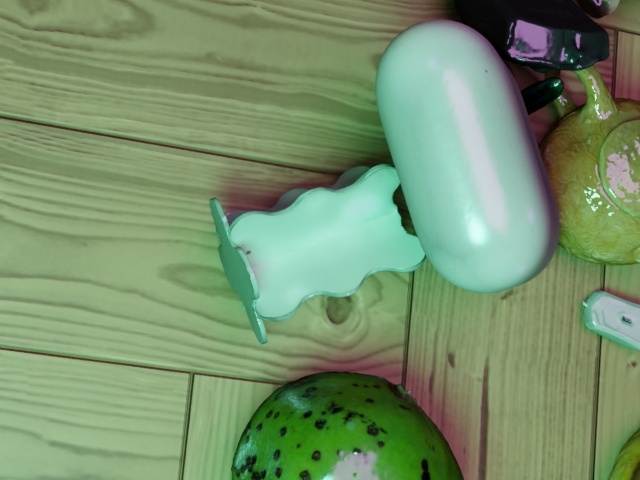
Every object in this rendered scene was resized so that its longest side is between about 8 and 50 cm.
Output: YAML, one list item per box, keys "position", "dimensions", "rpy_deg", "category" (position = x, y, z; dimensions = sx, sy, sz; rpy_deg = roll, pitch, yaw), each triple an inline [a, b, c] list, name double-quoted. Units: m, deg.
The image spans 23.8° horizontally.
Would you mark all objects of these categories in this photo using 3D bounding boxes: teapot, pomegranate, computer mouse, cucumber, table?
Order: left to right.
- position: [0.000, 0.000, 1.644]
  dimensions: [0.198, 0.166, 0.167]
  rpy_deg: [-21, 88, -11]
  category: "table"
- position: [0.024, 0.271, 1.593]
  dimensions: [0.254, 0.254, 0.271]
  rpy_deg: [27, 83, -13]
  category: "pomegranate"
- position: [0.234, -0.258, 1.791]
  dimensions: [0.147, 0.264, 0.088]
  rpy_deg: [2, 121, -25]
  category: "computer mouse"
- position: [0.250, -0.167, 1.794]
  dimensions: [0.032, 0.133, 0.032]
  rpy_deg: [4, 79, -21]
  category: "cucumber"
- position: [0.363, 0.098, 1.842]
  dimensions: [0.110, 0.032, 0.056]
  rpy_deg: [22, 73, -3]
  category: "computer mouse"
- position: [0.358, -0.087, 1.799]
  dimensions: [0.203, 0.167, 0.311]
  rpy_deg: [-25, 88, -20]
  category: "teapot"

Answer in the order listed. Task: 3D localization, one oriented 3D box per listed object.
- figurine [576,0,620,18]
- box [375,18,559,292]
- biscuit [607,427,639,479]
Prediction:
- position: [0.432, -0.452, 1.880]
  dimensions: [0.411, 0.241, 0.306]
  rpy_deg: [-18, 62, -3]
  category: "figurine"
- position: [0.165, -0.086, 1.653]
  dimensions: [0.141, 0.349, 0.289]
  rpy_deg: [-17, 86, 11]
  category: "box"
- position: [0.426, 0.332, 1.791]
  dimensions: [0.213, 0.091, 0.274]
  rpy_deg: [4, 81, -21]
  category: "biscuit"
